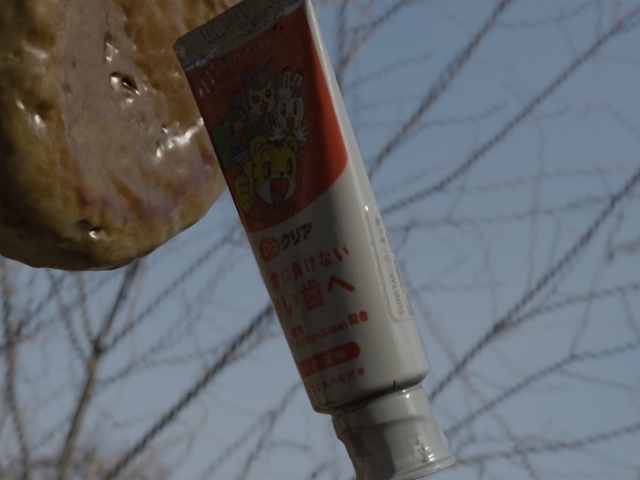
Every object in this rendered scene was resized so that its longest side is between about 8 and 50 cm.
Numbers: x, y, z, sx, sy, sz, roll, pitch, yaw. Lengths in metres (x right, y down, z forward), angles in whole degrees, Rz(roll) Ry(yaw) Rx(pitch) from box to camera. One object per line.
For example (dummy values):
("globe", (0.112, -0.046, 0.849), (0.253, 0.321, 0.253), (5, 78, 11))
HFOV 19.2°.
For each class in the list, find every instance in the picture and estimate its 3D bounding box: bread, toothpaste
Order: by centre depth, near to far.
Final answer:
("toothpaste", (0.000, 0.000, 0.872), (0.089, 0.234, 0.057), (-25, -8, 40))
("bread", (-0.134, -0.098, 1.044), (0.123, 0.230, 0.230), (4, -28, 40))
